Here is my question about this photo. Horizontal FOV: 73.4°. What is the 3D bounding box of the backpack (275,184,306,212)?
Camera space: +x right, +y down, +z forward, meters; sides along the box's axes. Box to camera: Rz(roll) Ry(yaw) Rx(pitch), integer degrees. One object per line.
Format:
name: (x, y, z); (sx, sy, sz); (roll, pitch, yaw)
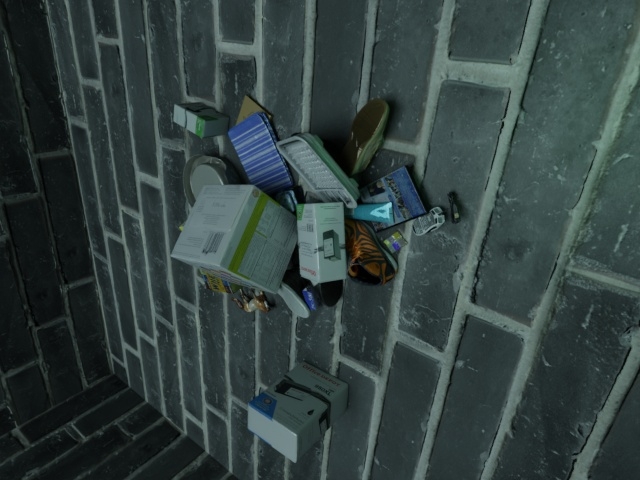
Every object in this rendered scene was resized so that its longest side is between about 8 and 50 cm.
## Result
backpack: (-0.136, -0.169, 1.815); (0.114, 0.084, 0.104); (-2, 116, 42)

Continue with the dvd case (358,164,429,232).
dvd case: (0.253, -0.141, 1.538); (0.253, 0.022, 0.180); (-23, 93, 50)

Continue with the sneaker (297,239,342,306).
sneaker: (-0.011, 0.122, 1.834); (0.146, 0.123, 0.330); (-6, 103, 55)

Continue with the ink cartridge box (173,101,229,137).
ink cartridge box: (-0.540, -0.548, 1.941); (0.209, 0.153, 0.086); (31, 124, 24)

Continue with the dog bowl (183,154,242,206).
dog bowl: (-0.516, -0.251, 2.080); (0.349, 0.102, 0.348); (17, 119, 34)

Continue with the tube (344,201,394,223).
tube: (0.176, -0.105, 1.588); (0.207, 0.052, 0.080); (6, 119, 40)

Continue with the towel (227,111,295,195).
towel: (-0.264, -0.359, 1.854); (0.243, 0.040, 0.335); (-15, 103, 40)

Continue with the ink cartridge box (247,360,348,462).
ink cartridge box: (-0.094, 0.761, 1.967); (0.286, 0.395, 0.166); (18, 116, 32)

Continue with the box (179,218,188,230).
box: (-0.507, -0.017, 2.042); (0.243, 0.117, 0.213); (3, 133, 36)

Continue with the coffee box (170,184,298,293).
coffee box: (-0.336, -0.007, 1.788); (0.338, 0.334, 0.337); (7, 71, 41)

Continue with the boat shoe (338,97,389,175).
boat shoe: (0.165, -0.356, 1.495); (0.109, 0.098, 0.302); (51, 135, 28)

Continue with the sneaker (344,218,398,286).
sneaker: (0.141, 0.040, 1.618); (0.321, 0.180, 0.124); (45, 130, 15)

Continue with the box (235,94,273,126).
box: (-0.294, -0.497, 1.853); (0.164, 0.021, 0.201); (43, 128, 17)

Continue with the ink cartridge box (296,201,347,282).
ink cartridge box: (0.000, 0.000, 1.634); (0.211, 0.122, 0.288); (-168, 74, -68)

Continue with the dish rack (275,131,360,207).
dish rack: (0.000, -0.260, 1.564); (0.333, 0.072, 0.286); (47, 167, -21)

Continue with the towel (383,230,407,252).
towel: (0.280, 0.007, 1.608); (0.083, 0.009, 0.060); (-38, 83, 41)

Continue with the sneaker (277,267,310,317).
sneaker: (-0.092, 0.205, 1.817); (0.296, 0.147, 0.104); (39, 138, 42)

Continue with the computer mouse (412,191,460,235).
computer mouse: (0.392, -0.077, 1.457); (0.193, 0.042, 0.105); (-34, 63, 46)

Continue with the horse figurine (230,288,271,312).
horse figurine: (-0.353, 0.306, 2.206); (0.263, 0.066, 0.174); (-24, 86, 40)

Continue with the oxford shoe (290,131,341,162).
oxford shoe: (-0.012, -0.342, 1.666); (0.227, 0.083, 0.096); (28, 146, 25)

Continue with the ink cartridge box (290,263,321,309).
ink cartridge box: (-0.065, 0.209, 1.945); (0.097, 0.046, 0.206); (-1, 107, 39)

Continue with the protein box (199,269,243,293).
protein box: (-0.444, 0.145, 2.110); (0.201, 0.200, 0.135); (3, 118, 38)
